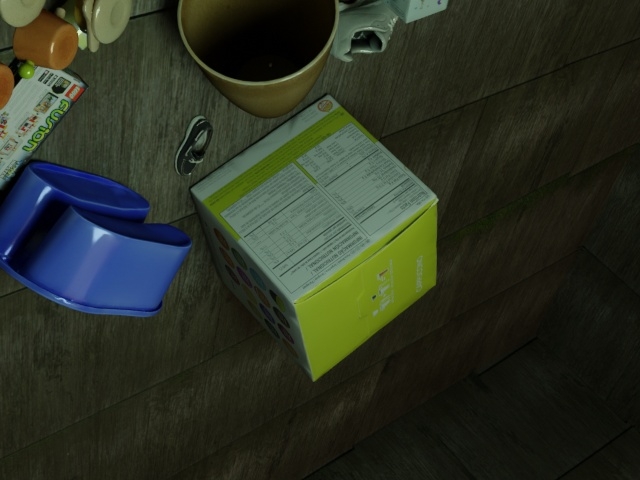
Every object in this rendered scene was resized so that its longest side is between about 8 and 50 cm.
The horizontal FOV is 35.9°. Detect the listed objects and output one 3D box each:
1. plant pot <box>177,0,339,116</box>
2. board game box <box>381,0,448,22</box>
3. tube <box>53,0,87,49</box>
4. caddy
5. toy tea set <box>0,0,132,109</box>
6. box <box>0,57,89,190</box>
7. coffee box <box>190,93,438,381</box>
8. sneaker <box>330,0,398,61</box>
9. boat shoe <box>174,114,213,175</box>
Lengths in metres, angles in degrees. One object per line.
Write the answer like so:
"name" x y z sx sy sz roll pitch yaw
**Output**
"plant pot" -0.091 -0.299 1.561 0.237 0.237 0.254 -39 167 -11
"board game box" 0.121 -0.524 1.503 0.097 0.224 0.303 -25 146 -28
"tube" -0.271 -0.370 1.371 0.240 0.070 0.062 -47 112 -2
"caddy" -0.369 0.016 1.560 0.179 0.241 0.341 -57 153 10
"toy tea set" -0.361 -0.294 1.190 0.336 0.124 0.200 -52 158 -45
"box" -0.441 -0.172 1.426 0.207 0.036 0.114 -48 152 7
"coffee box" 0.000 0.000 1.928 0.338 0.334 0.338 -36 151 -15
"sneaker" 0.103 -0.390 1.767 0.262 0.121 0.099 -32 151 -22
"boat shoe" -0.219 -0.159 1.737 0.046 0.038 0.125 -11 137 -47
